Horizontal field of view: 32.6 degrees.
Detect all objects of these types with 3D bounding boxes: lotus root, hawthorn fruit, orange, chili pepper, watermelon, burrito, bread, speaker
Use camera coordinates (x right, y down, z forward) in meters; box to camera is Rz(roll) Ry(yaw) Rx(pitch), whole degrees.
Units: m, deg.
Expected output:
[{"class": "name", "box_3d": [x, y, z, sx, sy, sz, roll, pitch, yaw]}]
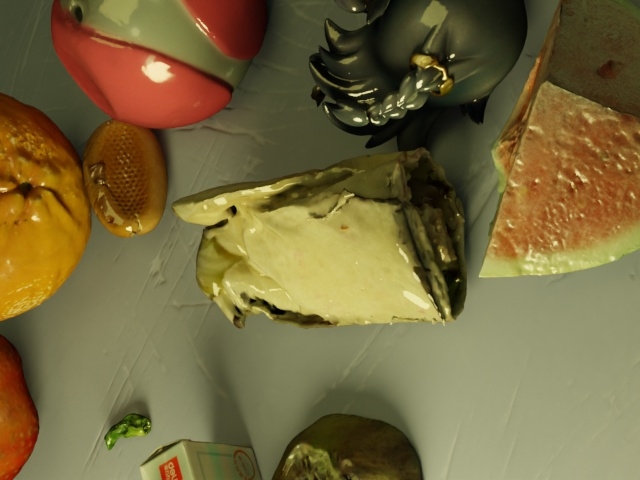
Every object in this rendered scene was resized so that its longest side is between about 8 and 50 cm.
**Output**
[{"class": "lotus root", "box_3d": [0.011, 0.283, 1.211, 0.203, 0.078, 0.183, 2, 80, 38]}, {"class": "hawthorn fruit", "box_3d": [-0.553, 0.265, 1.548, 0.275, 0.299, 0.275, 31, 135, 38]}, {"class": "orange", "box_3d": [-0.482, -0.049, 1.524, 0.293, 0.340, 0.341, -17, 68, 48]}, {"class": "chili pepper", "box_3d": [-0.262, 0.254, 1.471, 0.091, 0.030, 0.034, -26, 89, 34]}, {"class": "watermelon", "box_3d": [0.248, -0.094, 1.061, 0.256, 0.176, 0.260, 52, 133, 43]}, {"class": "burrito", "box_3d": [0.000, -0.004, 1.246, 0.331, 0.190, 0.135, -4, 33, 34]}, {"class": "bread", "box_3d": [-0.270, -0.083, 1.522, 0.077, 0.114, 0.189, 116, 145, -63]}, {"class": "speaker", "box_3d": [-0.213, -0.304, 1.480, 0.294, 0.294, 0.294, -11, 72, 37]}]

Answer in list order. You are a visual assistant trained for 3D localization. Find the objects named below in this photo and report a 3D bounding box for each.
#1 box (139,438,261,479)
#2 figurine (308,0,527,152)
[{"class": "box", "box_3d": [-0.108, 0.362, 1.251, 0.079, 0.135, 0.269, -34, 60, 24]}, {"class": "figurine", "box_3d": [0.104, -0.200, 1.203, 0.265, 0.175, 0.197, -54, 43, 24]}]
